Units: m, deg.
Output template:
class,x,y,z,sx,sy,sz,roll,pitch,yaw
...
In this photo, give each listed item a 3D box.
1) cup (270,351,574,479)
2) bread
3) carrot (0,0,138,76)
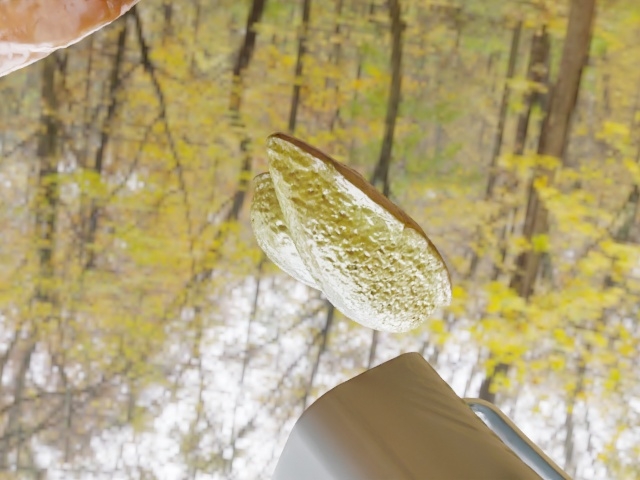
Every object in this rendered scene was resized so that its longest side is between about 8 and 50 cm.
class,x,y,z,sx,sy,sz,roll,pitch,yaw
cup,0.063,0.127,0.610,0.128,0.095,0.129,-22,-122,-35
bread,0.000,0.000,0.792,0.149,0.065,0.187,25,165,33
carrot,-0.231,-0.209,0.847,0.307,0.100,0.258,2,-128,26
